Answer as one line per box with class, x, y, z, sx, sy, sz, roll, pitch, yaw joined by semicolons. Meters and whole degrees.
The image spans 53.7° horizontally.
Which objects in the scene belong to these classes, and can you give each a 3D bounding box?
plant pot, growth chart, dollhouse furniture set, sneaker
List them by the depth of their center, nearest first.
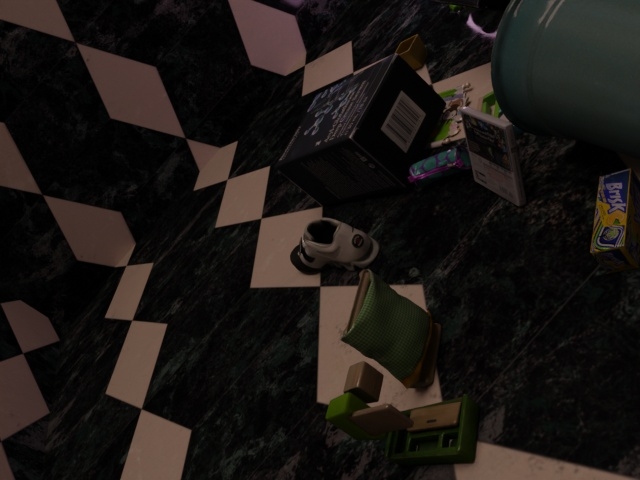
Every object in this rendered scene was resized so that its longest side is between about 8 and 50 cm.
plant pot;0.519;-0.285;1.031;0.341;0.341;0.334;-46;33;5
dollhouse furniture set;0.153;0.192;1.055;0.151;0.197;0.301;-26;34;41
sneaker;0.000;0.000;1.633;0.330;0.146;0.122;-11;46;54
growth chart;0.330;-0.333;1.714;0.172;0.021;0.237;-14;44;51
plant pot;0.300;-0.606;2.069;0.081;0.083;0.081;-10;44;53

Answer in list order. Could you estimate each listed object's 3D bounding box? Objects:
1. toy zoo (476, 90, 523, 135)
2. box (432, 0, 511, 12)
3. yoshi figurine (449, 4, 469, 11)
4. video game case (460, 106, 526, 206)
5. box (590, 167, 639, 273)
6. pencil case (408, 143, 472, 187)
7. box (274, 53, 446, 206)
toy zoo;0.485;-0.327;1.450;0.293;0.030;0.192;-25;34;40
box;0.476;-0.663;1.584;0.294;0.296;0.183;-122;37;-64
yoshi figurine;0.464;-0.890;2.092;0.203;0.203;0.362;-43;22;27
video game case;0.353;-0.176;1.297;0.022;0.173;0.190;-22;25;-6
box;0.479;-0.034;1.015;0.054;0.059;0.169;-17;40;44
pencil case;0.287;-0.177;1.514;0.151;0.064;0.070;-20;12;46
box;0.103;-0.291;1.767;0.395;0.212;0.293;-10;47;57
